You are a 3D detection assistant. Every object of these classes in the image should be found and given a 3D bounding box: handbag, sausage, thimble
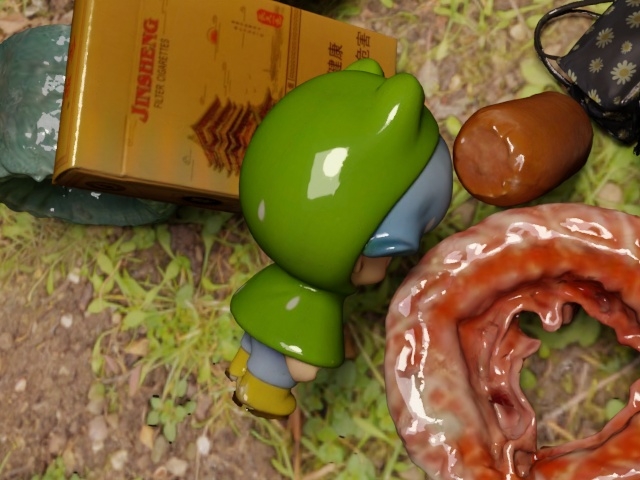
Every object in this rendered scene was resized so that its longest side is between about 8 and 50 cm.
[{"bbox_3d":[0.244,-0.163,0.662,0.115,0.072,0.139,-49,52,1],"label":"handbag"},{"bbox_3d":[0.163,-0.074,0.598,0.076,0.198,0.076,9,107,29],"label":"sausage"},{"bbox_3d":[-0.222,-0.098,0.744,0.199,0.235,0.143,12,78,-22],"label":"thimble"},{"bbox_3d":[0.171,0.093,0.560,0.239,0.162,0.239,-5,74,18],"label":"thimble"}]

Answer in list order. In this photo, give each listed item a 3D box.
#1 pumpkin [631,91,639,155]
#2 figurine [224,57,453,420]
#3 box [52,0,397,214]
[{"bbox_3d":[0.336,-0.077,0.526,0.233,0.163,0.232,5,102,23],"label":"pumpkin"},{"bbox_3d":[0.000,0.000,0.557,0.143,0.162,0.263,20,104,-15],"label":"figurine"},{"bbox_3d":[-0.069,-0.114,0.650,0.076,0.274,0.174,-14,70,60],"label":"box"}]
